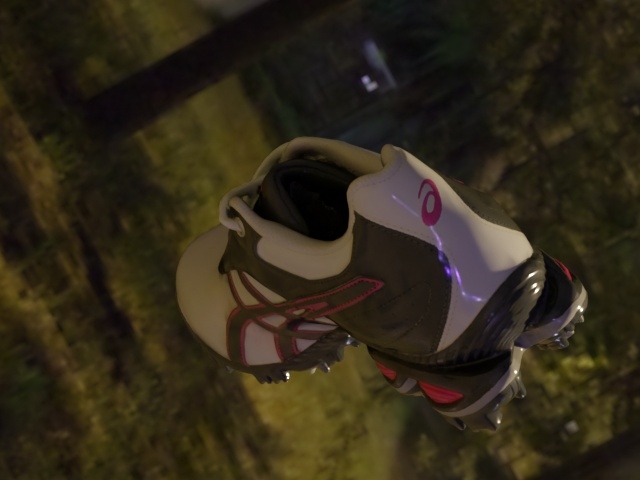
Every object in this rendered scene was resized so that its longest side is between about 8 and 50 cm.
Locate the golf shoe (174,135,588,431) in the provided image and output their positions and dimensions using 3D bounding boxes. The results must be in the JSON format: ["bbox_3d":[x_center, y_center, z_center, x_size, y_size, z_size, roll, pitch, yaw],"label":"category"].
[{"bbox_3d":[0.000,0.000,0.651,0.120,0.105,0.273,49,-24,-25],"label":"golf shoe"}]
